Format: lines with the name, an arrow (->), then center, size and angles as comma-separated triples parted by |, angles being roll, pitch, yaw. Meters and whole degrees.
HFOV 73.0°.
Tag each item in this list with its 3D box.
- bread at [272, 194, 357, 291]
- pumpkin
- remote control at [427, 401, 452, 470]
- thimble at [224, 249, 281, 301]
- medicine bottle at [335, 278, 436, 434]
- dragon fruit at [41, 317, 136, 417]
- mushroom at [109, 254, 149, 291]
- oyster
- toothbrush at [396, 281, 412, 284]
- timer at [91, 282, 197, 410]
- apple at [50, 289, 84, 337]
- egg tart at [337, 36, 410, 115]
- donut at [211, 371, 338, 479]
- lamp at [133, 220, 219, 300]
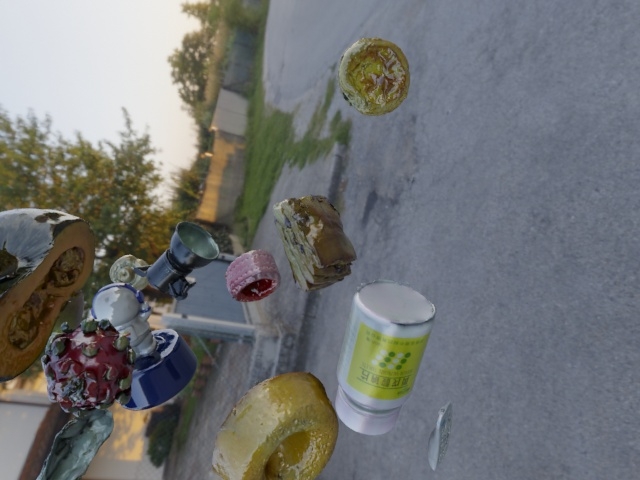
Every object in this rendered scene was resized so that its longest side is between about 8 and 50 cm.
bread -> 0.000, 0.000, 1.495 | 0.167, 0.277, 0.325 | -19, 85, 34
pumpkin -> -0.589, 0.069, 0.766 | 0.242, 0.232, 0.325 | 107, 177, -50
remote control -> 0.283, 0.473, 1.040 | 0.044, 0.073, 0.229 | 21, 134, 34
thimble -> -0.238, 0.131, 1.564 | 0.189, 0.163, 0.125 | -30, 55, 13
medicine bottle -> 0.160, 0.313, 1.159 | 0.214, 0.213, 0.379 | -110, 26, -62
dragon fruit -> -0.516, 0.293, 0.968 | 0.273, 0.218, 0.198 | -57, 8, 44
mushroom -> -0.697, 0.125, 1.591 | 0.112, 0.147, 0.148 | 40, -120, -80
oyster -> -0.713, 0.618, 1.253 | 0.087, 0.199, 0.252 | 2, 81, 38
toothbrush -> 0.379, 0.206, 2.061 | 0.014, 0.162, 0.017 | -2, 79, 56
timer -> -0.581, 0.304, 1.368 | 0.270, 0.270, 0.384 | -119, 12, -67
apple -> -1.021, 0.240, 1.544 | 0.305, 0.338, 0.339 | 49, 134, 30
egg tart -> 0.164, -0.510, 1.364 | 0.106, 0.240, 0.241 | -144, 66, -76
donut -> -0.079, 0.403, 0.861 | 0.108, 0.277, 0.278 | 39, 119, 49
lamp -> -0.423, 0.077, 1.281 | 0.227, 0.172, 0.147 | -43, -12, 19
